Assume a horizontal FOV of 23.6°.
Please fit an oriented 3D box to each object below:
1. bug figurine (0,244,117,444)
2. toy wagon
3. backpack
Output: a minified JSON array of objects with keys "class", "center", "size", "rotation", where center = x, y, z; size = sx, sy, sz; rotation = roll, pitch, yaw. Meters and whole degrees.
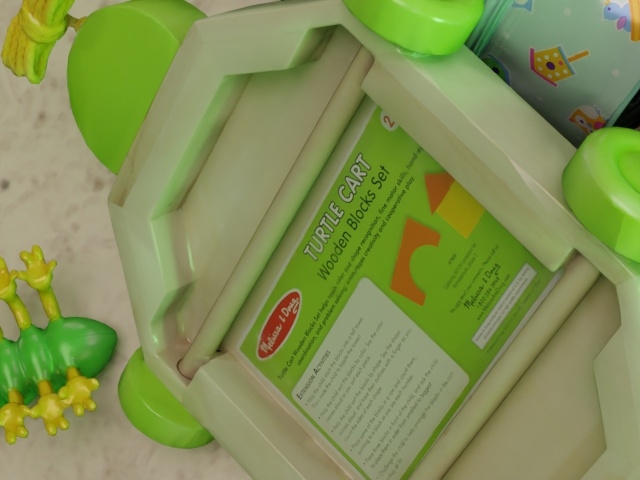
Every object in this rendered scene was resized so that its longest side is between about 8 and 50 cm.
[{"class":"bug figurine","center":[-0.183,0.136,0.726],"size":[0.216,0.072,0.279],"rotation":[-20,71,2]},{"class":"toy wagon","center":[0.000,0.000,0.648],"size":[0.344,0.068,0.267],"rotation":[45,129,17]},{"class":"backpack","center":[0.125,-0.135,0.653],"size":[0.144,0.166,0.188],"rotation":[28,87,0]}]
